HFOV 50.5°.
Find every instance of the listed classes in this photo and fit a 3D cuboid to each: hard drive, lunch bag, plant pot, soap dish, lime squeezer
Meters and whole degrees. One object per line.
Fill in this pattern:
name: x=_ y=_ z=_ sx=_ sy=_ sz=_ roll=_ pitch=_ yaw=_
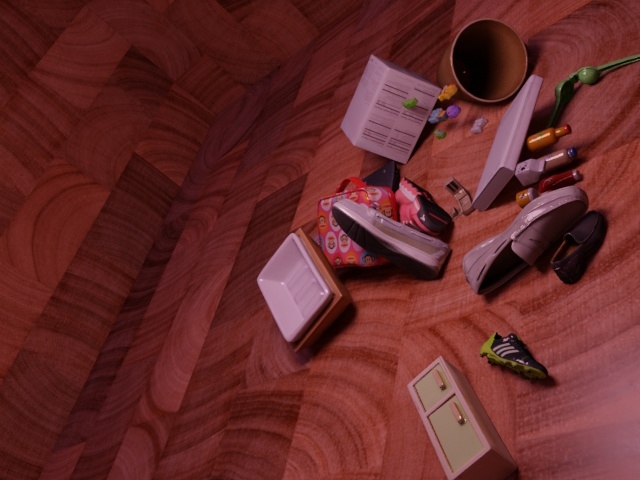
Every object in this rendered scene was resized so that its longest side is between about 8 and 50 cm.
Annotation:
hard drive: x=0.476 y=-0.247 z=1.726 sx=0.203 sy=0.040 sz=0.307 roll=110 pitch=-176 yaw=-63
lunch bag: x=0.099 y=-0.052 z=1.941 sx=0.293 sy=0.120 sz=0.258 roll=-4 pitch=94 yaw=58
hard drive: x=0.173 y=-0.126 z=2.129 sx=0.172 sy=0.054 sz=0.254 roll=-30 pitch=32 yaw=36
plant pot: x=0.453 y=-0.513 z=2.041 sx=0.237 sy=0.237 sz=0.254 roll=-54 pitch=10 yaw=-6
soap dish: x=-0.047 y=0.142 z=1.949 sx=0.229 sy=0.118 sz=0.290 roll=-52 pitch=46 yaw=22
lime squeezer: x=0.659 y=-0.390 z=1.707 sx=0.310 sy=0.059 sz=0.110 roll=-40 pitch=28 yaw=19

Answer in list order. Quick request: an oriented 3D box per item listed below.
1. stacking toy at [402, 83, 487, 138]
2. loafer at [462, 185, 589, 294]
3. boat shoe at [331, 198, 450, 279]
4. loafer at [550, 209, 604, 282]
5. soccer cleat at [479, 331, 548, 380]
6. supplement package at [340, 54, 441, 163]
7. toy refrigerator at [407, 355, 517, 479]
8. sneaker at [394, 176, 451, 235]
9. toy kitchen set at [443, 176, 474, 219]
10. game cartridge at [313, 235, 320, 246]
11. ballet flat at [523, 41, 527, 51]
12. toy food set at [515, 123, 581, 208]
stacking toy: x=0.370 y=-0.381 z=2.024 sx=0.221 sy=0.167 sz=0.052 roll=1 pitch=57 yaw=59
loafer: x=0.450 y=0.007 z=1.479 sx=0.319 sy=0.112 sz=0.111 roll=-44 pitch=31 yaw=30
boat shoe: x=0.176 y=-0.019 z=1.745 sx=0.103 sy=0.320 sz=0.118 roll=-56 pitch=-11 yaw=-23
loafer: x=0.531 y=0.003 z=1.398 sx=0.062 sy=0.061 sz=0.170 roll=1 pitch=55 yaw=59
soccer cleat: x=0.387 y=0.224 z=1.345 sx=0.072 sy=0.060 sz=0.179 roll=-54 pitch=24 yaw=-10
supplement package: x=0.221 y=-0.424 z=2.189 sx=0.199 sy=0.198 sz=0.262 roll=-113 pitch=44 yaw=-61
toy refrigerator: x=0.265 y=0.356 z=1.325 sx=0.102 sy=0.094 sz=0.269 roll=-44 pitch=26 yaw=13
sneaker: x=0.263 y=-0.062 z=1.878 sx=0.136 sy=0.116 sz=0.314 roll=-56 pitch=17 yaw=15
toy kitchen set: x=0.354 y=-0.106 z=1.799 sx=0.068 sy=0.075 sz=0.083 roll=-40 pitch=29 yaw=23
game cartridge: x=0.000 y=0.000 z=2.286 sx=0.083 sy=0.017 sz=0.056 roll=-39 pitch=32 yaw=23
ballet flat: x=0.568 y=-0.590 z=2.104 sx=0.188 sy=0.070 sz=0.070 roll=-3 pitch=52 yaw=52
toy food set: x=0.526 y=-0.157 z=1.549 sx=0.105 sy=0.111 sz=0.232 roll=-23 pitch=29 yaw=42
